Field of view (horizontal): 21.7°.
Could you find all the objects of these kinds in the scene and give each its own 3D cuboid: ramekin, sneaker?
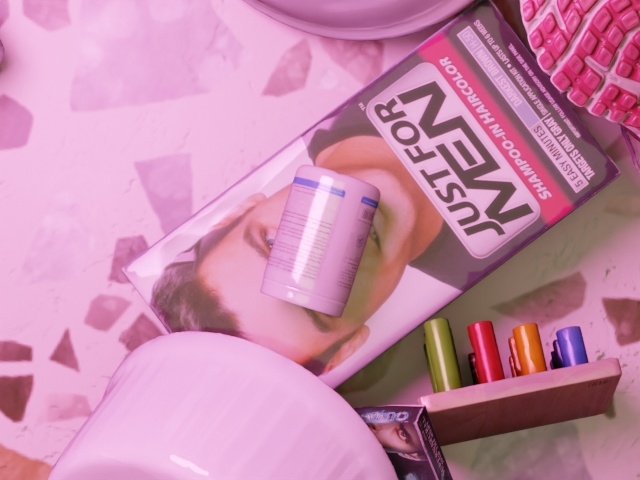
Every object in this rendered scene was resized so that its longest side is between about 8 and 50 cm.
[{"bbox_3d":[-0.083,0.221,1.308,0.277,0.135,0.277,16,129,21],"label":"ramekin"},{"bbox_3d":[0.261,-0.136,1.359,0.121,0.112,0.299,-39,111,11],"label":"sneaker"}]

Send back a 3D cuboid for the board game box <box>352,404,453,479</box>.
[{"bbox_3d":[0.052,0.211,1.344,0.126,0.026,0.186,-6,122,27],"label":"board game box"}]

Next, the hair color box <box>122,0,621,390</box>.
[{"bbox_3d":[0.042,-0.013,1.401,0.374,0.113,0.185,-37,88,1],"label":"hair color box"}]

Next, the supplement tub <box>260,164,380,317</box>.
[{"bbox_3d":[0.000,0.000,1.310,0.071,0.071,0.107,19,88,2],"label":"supplement tub"}]

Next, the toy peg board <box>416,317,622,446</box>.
[{"bbox_3d":[0.154,0.106,1.378,0.160,0.161,0.079,-12,73,1],"label":"toy peg board"}]

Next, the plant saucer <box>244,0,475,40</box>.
[{"bbox_3d":[-0.011,-0.341,1.309,0.400,0.100,0.401,15,119,29],"label":"plant saucer"}]

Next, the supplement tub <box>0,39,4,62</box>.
[{"bbox_3d":[-0.363,-0.207,1.415,0.117,0.117,0.190,-34,88,0],"label":"supplement tub"}]
